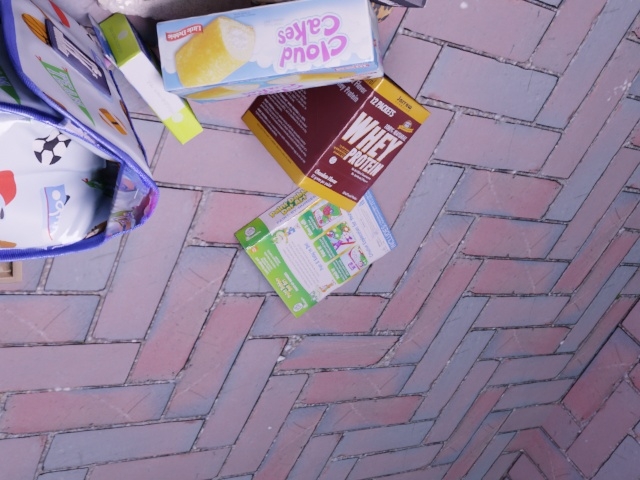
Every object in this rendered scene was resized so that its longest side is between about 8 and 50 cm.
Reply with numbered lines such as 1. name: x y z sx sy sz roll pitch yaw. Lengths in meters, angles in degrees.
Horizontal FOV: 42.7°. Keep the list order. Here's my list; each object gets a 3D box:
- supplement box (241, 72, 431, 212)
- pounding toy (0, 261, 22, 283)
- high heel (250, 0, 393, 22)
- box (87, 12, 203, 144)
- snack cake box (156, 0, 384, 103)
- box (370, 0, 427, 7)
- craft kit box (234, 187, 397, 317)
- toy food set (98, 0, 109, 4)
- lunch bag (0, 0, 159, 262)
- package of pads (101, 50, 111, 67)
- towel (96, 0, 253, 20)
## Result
1. supplement box: 0.020 -0.187 1.232 0.129 0.191 0.194 24 110 -47
2. pounding toy: -0.512 0.005 1.101 0.205 0.094 0.181 -2 134 -21
3. high heel: 0.008 -0.324 1.141 0.261 0.093 0.186 -27 165 -23
4. box: -0.229 -0.219 1.079 0.042 0.109 0.178 -33 140 2
5. snack cake box: -0.058 -0.243 1.053 0.264 0.089 0.152 -7 -179 10
6. box: 0.043 -0.502 0.926 0.318 0.097 0.395 7 101 -43
7. craft kit box: 0.000 0.000 1.504 0.246 0.061 0.250 -37 140 -5
8. toy food set: -0.174 -0.340 0.965 0.217 0.071 0.128 -21 136 -16
9. lunch bag: -0.382 -0.147 0.848 0.385 0.328 0.239 5 126 -31
10. package of pads: -0.318 -0.222 1.069 0.083 0.032 0.050 -45 135 6
11. towel: -0.139 -0.364 1.057 0.282 0.049 0.187 -2 128 -35
